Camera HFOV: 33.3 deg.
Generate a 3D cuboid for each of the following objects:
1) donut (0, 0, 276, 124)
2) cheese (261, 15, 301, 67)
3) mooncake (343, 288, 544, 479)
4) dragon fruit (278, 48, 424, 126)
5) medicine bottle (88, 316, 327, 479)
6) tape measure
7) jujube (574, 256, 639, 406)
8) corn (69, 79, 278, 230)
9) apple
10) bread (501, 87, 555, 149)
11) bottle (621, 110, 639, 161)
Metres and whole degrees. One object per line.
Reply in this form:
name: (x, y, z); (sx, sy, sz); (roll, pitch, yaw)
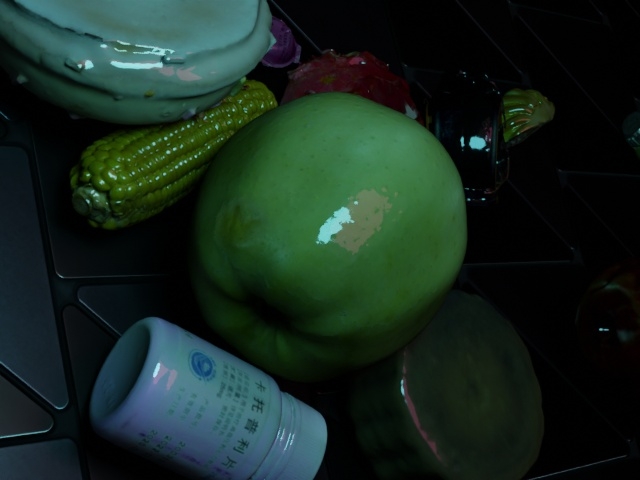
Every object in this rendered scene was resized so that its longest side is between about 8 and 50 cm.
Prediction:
donut: (-0.246, -0.289, 1.313); (0.382, 0.142, 0.383); (14, 47, -15)
cheese: (-0.091, -0.305, 1.587); (0.145, 0.038, 0.095); (23, 55, -25)
mooncake: (0.165, 0.217, 1.488); (0.290, 0.161, 0.291); (18, 60, -33)
dragon fruit: (0.065, -0.203, 1.616); (0.261, 0.189, 0.163); (4, 99, -44)
medicine bottle: (-0.127, 0.204, 1.243); (0.254, 0.152, 0.152); (30, 53, -26)
tape measure: (0.233, -0.147, 1.692); (0.202, 0.135, 0.223); (74, 18, -56)
jujube: (0.625, 0.161, 1.852); (0.376, 0.276, 0.277); (10, 65, -35)
corn: (-0.182, -0.119, 1.369); (0.120, 0.120, 0.363); (57, 41, -5)
apple: (0.000, 0.000, 1.315); (0.357, 0.357, 0.357); (18, 60, -35)
bread: (0.364, -0.230, 1.931); (0.157, 0.083, 0.094); (-17, 70, -43)
bottle: (0.716, -0.173, 2.183); (0.260, 0.112, 0.112); (31, 53, -27)
